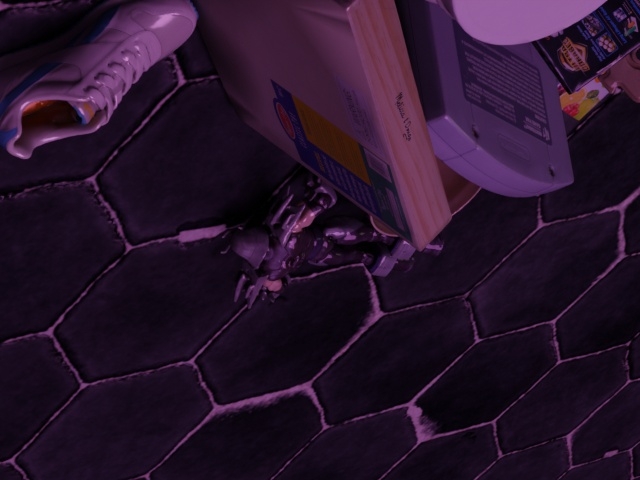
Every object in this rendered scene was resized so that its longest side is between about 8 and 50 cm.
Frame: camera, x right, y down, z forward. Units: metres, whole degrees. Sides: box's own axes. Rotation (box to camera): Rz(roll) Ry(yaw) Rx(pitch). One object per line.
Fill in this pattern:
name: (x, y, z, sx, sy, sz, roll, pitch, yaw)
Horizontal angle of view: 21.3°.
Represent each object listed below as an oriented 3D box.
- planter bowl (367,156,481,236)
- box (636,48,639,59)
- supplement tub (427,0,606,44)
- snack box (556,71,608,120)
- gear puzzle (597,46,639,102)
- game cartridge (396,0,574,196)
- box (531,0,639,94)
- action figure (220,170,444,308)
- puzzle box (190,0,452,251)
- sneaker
planter bowl: (0.101, -0.098, 1.940, 0.162, 0.109, 0.162, -24, 147, -17)
box: (0.396, -0.284, 1.883, 0.182, 0.181, 0.119, -42, 149, 14)
supplement tub: (0.110, -0.343, 1.390, 0.241, 0.331, 0.241, -24, 148, -16)
snack box: (0.333, -0.216, 2.059, 0.141, 0.037, 0.100, -44, 149, 16)
gear puzzle: (0.341, -0.241, 1.777, 0.175, 0.339, 0.044, -41, -179, 14)
game cartridge: (0.182, -0.153, 1.857, 0.060, 0.196, 0.294, -23, 155, 29)
box: (0.262, -0.286, 1.728, 0.175, 0.220, 0.051, -36, -178, 4)
action figure: (0.000, 0.000, 2.005, 0.285, 0.099, 0.185, 0, 143, -38)
puzzle box: (-0.018, -0.173, 1.573, 0.052, 0.272, 0.409, -46, 152, -14)
sneaker: (-0.210, -0.154, 1.591, 0.229, 0.092, 0.087, -30, 147, -8)
